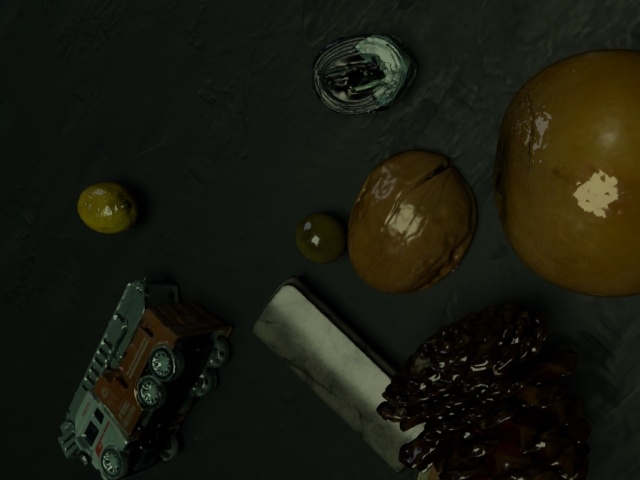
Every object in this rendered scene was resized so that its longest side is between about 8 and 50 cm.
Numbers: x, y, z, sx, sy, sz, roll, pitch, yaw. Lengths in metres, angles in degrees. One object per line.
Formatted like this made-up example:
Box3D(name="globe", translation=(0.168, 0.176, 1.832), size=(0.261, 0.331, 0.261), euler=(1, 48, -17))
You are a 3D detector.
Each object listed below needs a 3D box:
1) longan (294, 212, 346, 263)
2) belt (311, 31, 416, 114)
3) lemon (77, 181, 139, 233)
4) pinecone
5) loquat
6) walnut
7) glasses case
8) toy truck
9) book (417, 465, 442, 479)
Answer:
Box3D(name="longan", translation=(0.000, 0.000, 1.147), size=(0.075, 0.075, 0.083), euler=(33, 154, 17))
Box3D(name="belt", translation=(0.056, -0.217, 1.076), size=(0.140, 0.058, 0.105), euler=(-13, 97, 27))
Box3D(name="lemon", translation=(-0.335, -0.052, 1.293), size=(0.111, 0.082, 0.082), euler=(7, 103, 29))
Box3D(name="pinecone", translation=(0.216, 0.226, 1.003), size=(0.246, 0.246, 0.292), euler=(-19, 111, 28))
Box3D(name="loquat", translation=(0.298, -0.069, 0.866), size=(0.263, 0.263, 0.263), euler=(5, 102, 26))
Box3D(name="walnut", translation=(0.107, -0.013, 1.075), size=(0.167, 0.087, 0.211), euler=(31, 112, 14))
Box3D(name="glasses case", translation=(0.036, 0.188, 1.164), size=(0.299, 0.060, 0.114), euler=(42, 115, 14))
Box3D(name="toy truck", translation=(-0.292, 0.232, 1.302), size=(0.184, 0.133, 0.338), euler=(40, 112, 26))
Box3D(name="book", translation=(0.195, 0.427, 1.155), size=(0.170, 0.018, 0.241), euler=(21, 109, 21))
